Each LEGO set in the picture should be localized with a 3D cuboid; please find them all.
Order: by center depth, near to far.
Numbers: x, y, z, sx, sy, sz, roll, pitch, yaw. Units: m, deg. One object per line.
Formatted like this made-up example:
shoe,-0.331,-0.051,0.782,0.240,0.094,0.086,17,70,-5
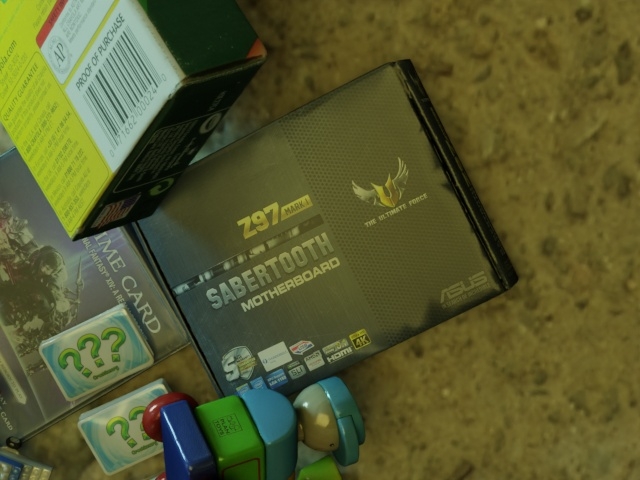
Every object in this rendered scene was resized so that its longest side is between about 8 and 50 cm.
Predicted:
LEGO set,-0.214,0.178,1.496,0.244,0.060,0.182,-24,103,12

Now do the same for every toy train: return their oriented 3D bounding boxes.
toy train,-0.043,0.201,1.461,0.143,0.248,0.105,-16,49,-14

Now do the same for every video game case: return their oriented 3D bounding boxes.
video game case,-0.255,0.058,1.523,0.274,0.026,0.196,-30,90,13

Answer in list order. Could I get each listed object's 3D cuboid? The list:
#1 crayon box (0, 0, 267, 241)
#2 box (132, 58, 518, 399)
crayon box,-0.183,-0.187,1.379,0.318,0.081,0.202,58,140,14
box,0.000,0.000,1.443,0.232,0.059,0.183,-26,90,14
